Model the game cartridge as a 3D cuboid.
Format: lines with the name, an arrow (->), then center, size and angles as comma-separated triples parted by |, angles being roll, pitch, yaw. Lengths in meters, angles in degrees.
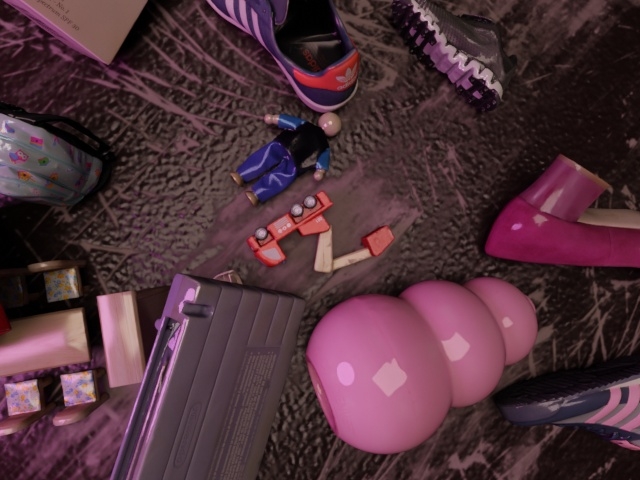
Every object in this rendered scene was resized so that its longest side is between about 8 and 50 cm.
game cartridge -> -0.142, 0.229, 0.548 | 0.068, 0.230, 0.354 | 15, 86, 29

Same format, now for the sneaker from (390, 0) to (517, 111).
sneaker -> 0.217, -0.319, 0.669 | 0.234, 0.078, 0.106 | 40, 82, -7

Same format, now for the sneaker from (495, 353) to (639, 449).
sneaker -> 0.434, 0.266, 0.648 | 0.320, 0.112, 0.130 | -9, 86, -5

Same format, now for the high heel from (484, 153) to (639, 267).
high heel -> 0.455, 0.026, 0.684 | 0.378, 0.127, 0.181 | 31, 114, -8

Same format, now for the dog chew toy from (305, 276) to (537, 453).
dog chew toy -> 0.152, 0.149, 0.590 | 0.332, 0.207, 0.206 | -18, 90, -14

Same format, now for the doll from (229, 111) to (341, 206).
doll -> -0.047, -0.137, 0.650 | 0.189, 0.046, 0.129 | -36, 93, -5

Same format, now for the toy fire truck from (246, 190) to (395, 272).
toy fire truck -> 0.000, 0.000, 0.649 | 0.192, 0.047, 0.135 | -34, 93, -5

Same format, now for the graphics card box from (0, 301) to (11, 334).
graphics card box -> -0.550, 0.065, 0.495 | 0.371, 0.094, 0.232 | -24, 90, 21

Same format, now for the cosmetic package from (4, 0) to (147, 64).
cosmetic package -> -0.294, -0.421, 0.561 | 0.113, 0.160, 0.309 | 30, 90, 25

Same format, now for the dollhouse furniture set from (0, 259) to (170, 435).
dollhouse furniture set -> -0.333, 0.130, 0.555 | 0.243, 0.161, 0.211 | -9, 89, -6

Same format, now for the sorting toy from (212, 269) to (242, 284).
sorting toy -> -0.152, 0.092, 0.636 | 0.075, 0.045, 0.083 | -15, 90, 1

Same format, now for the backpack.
backpack -> -0.376, -0.107, 0.549 | 0.152, 0.182, 0.115 | 10, 87, -6

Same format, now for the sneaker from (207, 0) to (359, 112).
sneaker -> -0.065, -0.351, 0.605 | 0.131, 0.148, 0.350 | -45, 92, -5
